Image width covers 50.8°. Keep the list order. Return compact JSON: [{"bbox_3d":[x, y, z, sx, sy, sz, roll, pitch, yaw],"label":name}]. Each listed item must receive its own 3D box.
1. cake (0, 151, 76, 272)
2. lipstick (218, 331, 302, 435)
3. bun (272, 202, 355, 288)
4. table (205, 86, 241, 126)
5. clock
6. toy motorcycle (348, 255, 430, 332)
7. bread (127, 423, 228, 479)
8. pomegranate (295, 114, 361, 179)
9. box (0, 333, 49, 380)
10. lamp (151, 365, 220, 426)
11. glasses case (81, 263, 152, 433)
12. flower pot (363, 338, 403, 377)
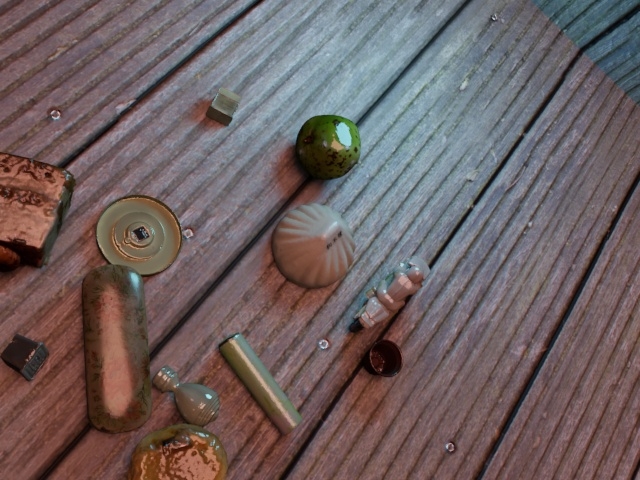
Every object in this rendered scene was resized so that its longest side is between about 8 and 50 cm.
[{"bbox_3d":[-0.743,-0.045,1.664,0.199,0.196,0.293,17,65,-19],"label":"cake"},{"bbox_3d":[-0.164,0.384,1.832,0.076,0.076,0.304,-37,88,-29],"label":"lipstick"},{"bbox_3d":[0.000,0.000,1.978,0.263,0.175,0.263,6,72,-20],"label":"bun"},{"bbox_3d":[-0.293,-0.408,2.054,0.079,0.062,0.083,27,64,-12],"label":"table"},{"bbox_3d":[-0.495,-0.015,1.853,0.235,0.029,0.235,7,70,-21],"label":"clock"},{"bbox_3d":[0.221,0.148,1.995,0.341,0.223,0.108,-41,88,-26],"label":"toy motorcycle"},{"bbox_3d":[-0.356,0.567,1.657,0.244,0.134,0.244,9,66,-21],"label":"bread"},{"bbox_3d":[0.041,-0.282,2.095,0.248,0.214,0.214,18,61,-55],"label":"pomegranate"},{"bbox_3d":[-0.710,0.278,1.617,0.069,0.122,0.084,27,62,1],"label":"box"},{"bbox_3d":[-0.344,0.401,1.742,0.193,0.106,0.106,38,62,4],"label":"lamp"},{"bbox_3d":[-0.516,0.269,1.708,0.157,0.098,0.425,-1,74,-25],"label":"glasses case"},{"bbox_3d":[0.174,0.350,1.977,0.111,0.089,0.111,7,71,-21],"label":"flower pot"}]
